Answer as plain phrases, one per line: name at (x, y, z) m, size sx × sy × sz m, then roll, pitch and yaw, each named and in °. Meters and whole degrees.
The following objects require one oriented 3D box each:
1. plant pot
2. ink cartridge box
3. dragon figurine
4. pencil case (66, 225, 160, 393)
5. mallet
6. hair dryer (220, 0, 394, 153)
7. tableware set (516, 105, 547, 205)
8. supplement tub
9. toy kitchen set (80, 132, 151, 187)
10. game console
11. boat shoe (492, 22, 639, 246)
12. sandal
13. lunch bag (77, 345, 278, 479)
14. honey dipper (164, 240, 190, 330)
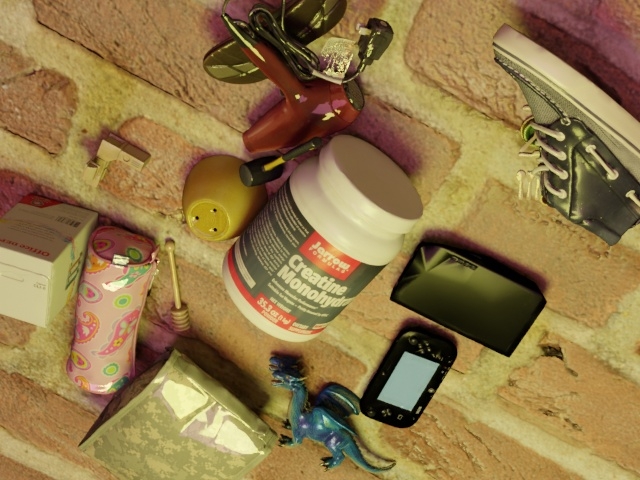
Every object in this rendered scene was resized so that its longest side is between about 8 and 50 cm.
plant pot at (-0.157, -0.052, 1.381) m, size 0.134 × 0.095 × 0.134 m, roll 5°, pitch 117°, yaw 10°
ink cartridge box at (-0.452, 0.029, 1.442) m, size 0.128 × 0.176 × 0.127 m, roll 17°, pitch 119°, yaw 4°
dragon figurine at (0.020, 0.306, 1.531) m, size 0.289 × 0.085 × 0.144 m, roll 29°, pitch 119°, yaw -2°
pencil case at (-0.344, 0.116, 1.496) m, size 0.124 × 0.124 × 0.284 m, roll 19°, pitch 117°, yaw 2°
mallet at (-0.060, -0.114, 1.290) m, size 0.189 × 0.062 × 0.039 m, roll -19°, pitch 91°, yaw 65°
hair dryer at (-0.042, -0.228, 1.252) m, size 0.223 × 0.080 × 0.294 m, roll 18°, pitch 135°, yaw -7°
tableware set at (0.333, -0.117, 1.279) m, size 0.104 × 0.024 × 0.154 m, roll 3°, pitch 117°, yaw 11°
supplement tub at (0.000, 0.000, 1.319) m, size 0.191 × 0.191 × 0.272 m, roll 38°, pitch 118°, yaw -8°
toy kitchen set at (-0.323, -0.106, 1.406) m, size 0.075 × 0.068 × 0.083 m, roll 29°, pitch 119°, yaw -3°
game console at (0.187, 0.171, 1.449) m, size 0.213 × 0.044 × 0.361 m, roll 25°, pitch 120°, yaw -1°
boat shoe at (0.323, -0.126, 1.187) m, size 0.340 × 0.127 × 0.158 m, roll 34°, pitch 106°, yaw -17°
sandal at (-0.065, -0.293, 1.254) m, size 0.219 × 0.060 × 0.090 m, roll -34°, pitch 138°, yaw 16°
lunch bag at (-0.231, 0.318, 1.540) m, size 0.235 × 0.169 × 0.287 m, roll 43°, pitch 126°, yaw -10°
honey dipper at (-0.241, 0.074, 1.506) m, size 0.030 × 0.030 × 0.161 m, roll 2°, pitch 113°, yaw 12°
